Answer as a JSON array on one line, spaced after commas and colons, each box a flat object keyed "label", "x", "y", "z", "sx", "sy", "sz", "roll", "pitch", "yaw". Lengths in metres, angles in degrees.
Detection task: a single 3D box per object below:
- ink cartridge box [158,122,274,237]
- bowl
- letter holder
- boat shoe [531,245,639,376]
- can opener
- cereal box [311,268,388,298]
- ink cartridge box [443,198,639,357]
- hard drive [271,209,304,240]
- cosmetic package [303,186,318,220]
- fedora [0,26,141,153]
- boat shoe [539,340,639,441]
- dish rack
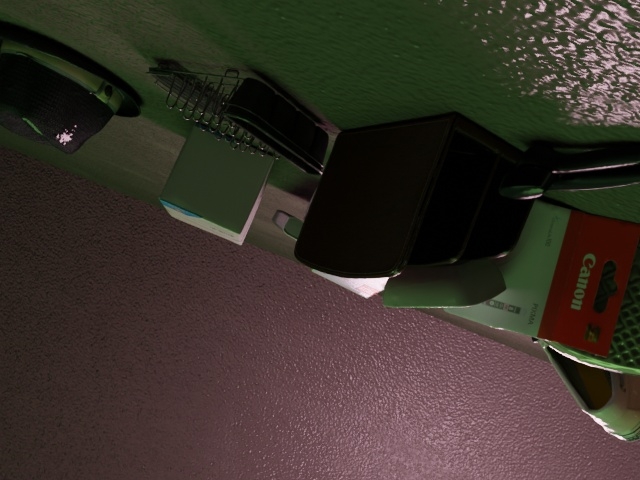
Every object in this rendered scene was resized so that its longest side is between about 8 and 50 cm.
[{"label": "ink cartridge box", "x": -0.205, "y": -0.106, "z": 1.623, "sx": 0.171, "sy": 0.168, "sz": 0.233, "roll": 23, "pitch": 173, "yaw": -4}, {"label": "bowl", "x": 0.164, "y": 0.053, "z": 1.082, "sx": 0.142, "sy": 0.053, "sz": 0.142, "roll": -3, "pitch": -173, "yaw": 35}, {"label": "letter holder", "x": 0.113, "y": -0.027, "z": 1.071, "sx": 0.152, "sy": 0.214, "sz": 0.302, "roll": 26, "pitch": 172, "yaw": -24}, {"label": "boat shoe", "x": 0.334, "y": 0.058, "z": 1.215, "sx": 0.500, "sy": 0.186, "sz": 0.156, "roll": 23, "pitch": 180, "yaw": 41}, {"label": "can opener", "x": 0.282, "y": -0.073, "z": 0.871, "sx": 0.059, "sy": 0.073, "sz": 0.186, "roll": 37, "pitch": 157, "yaw": -33}, {"label": "cereal box", "x": 0.123, "y": 0.016, "z": 1.487, "sx": 0.240, "sy": 0.047, "sz": 0.173, "roll": -30, "pitch": 141, "yaw": 29}, {"label": "ink cartridge box", "x": 0.296, "y": 0.039, "z": 1.109, "sx": 0.232, "sy": 0.189, "sz": 0.066, "roll": 16, "pitch": -177, "yaw": 44}, {"label": "hard drive", "x": 0.000, "y": 0.000, "z": 1.739, "sx": 0.203, "sy": 0.040, "sz": 0.307, "roll": 28, "pitch": -179, "yaw": -9}, {"label": "cosmetic package", "x": 0.089, "y": -0.027, "z": 1.664, "sx": 0.231, "sy": 0.085, "sz": 0.117, "roll": 30, "pitch": 171, "yaw": -38}, {"label": "fedora", "x": -0.502, "y": -0.256, "z": 1.494, "sx": 0.334, "sy": 0.152, "sz": 0.334, "roll": 22, "pitch": 173, "yaw": 3}, {"label": "boat shoe", "x": 0.406, "y": 0.152, "z": 1.312, "sx": 0.157, "sy": 0.136, "sz": 0.367, "roll": 29, "pitch": -148, "yaw": -28}, {"label": "dish rack", "x": -0.132, "y": -0.187, "z": 1.206, "sx": 0.272, "sy": 0.074, "sz": 0.208, "roll": 17, "pitch": 170, "yaw": 38}]
